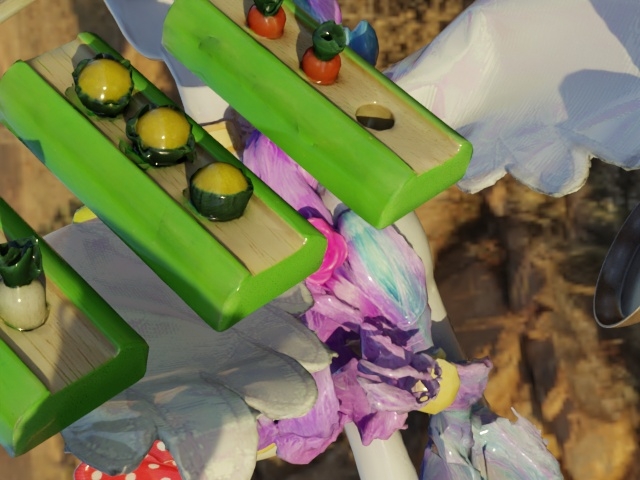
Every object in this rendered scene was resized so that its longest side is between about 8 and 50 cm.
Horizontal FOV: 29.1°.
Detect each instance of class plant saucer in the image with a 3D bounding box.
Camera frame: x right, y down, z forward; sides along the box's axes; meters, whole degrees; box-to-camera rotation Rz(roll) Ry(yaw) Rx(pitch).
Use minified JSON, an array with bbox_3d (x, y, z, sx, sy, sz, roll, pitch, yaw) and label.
[{"bbox_3d":[0.324,0.015,1.207,0.168,0.029,0.168,-61,8,15],"label":"plant saucer"}]

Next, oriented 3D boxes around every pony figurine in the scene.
[{"bbox_3d":[0.000,0.000,0.546,0.351,0.303,0.363,37,152,53],"label":"pony figurine"}]

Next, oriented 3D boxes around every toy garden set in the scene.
[{"bbox_3d":[-0.103,-0.046,0.362,0.204,0.244,0.049,42,142,23],"label":"toy garden set"}]

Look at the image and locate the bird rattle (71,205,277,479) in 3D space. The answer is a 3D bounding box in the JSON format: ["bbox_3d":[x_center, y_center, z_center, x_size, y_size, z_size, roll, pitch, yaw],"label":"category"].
[{"bbox_3d":[-0.094,0.106,0.834,0.143,0.207,0.253,-74,-29,-52],"label":"bird rattle"}]
